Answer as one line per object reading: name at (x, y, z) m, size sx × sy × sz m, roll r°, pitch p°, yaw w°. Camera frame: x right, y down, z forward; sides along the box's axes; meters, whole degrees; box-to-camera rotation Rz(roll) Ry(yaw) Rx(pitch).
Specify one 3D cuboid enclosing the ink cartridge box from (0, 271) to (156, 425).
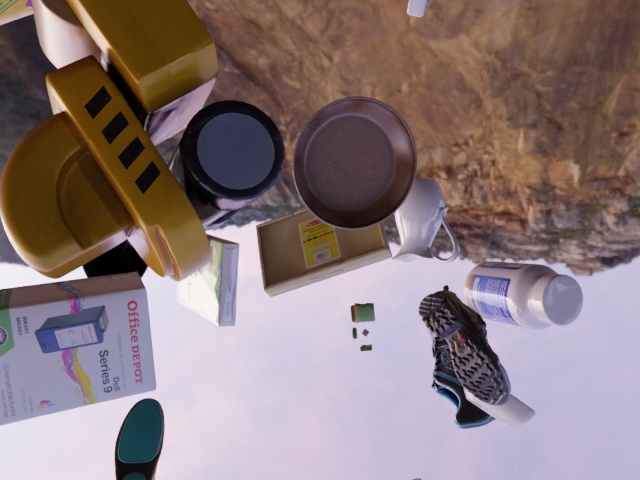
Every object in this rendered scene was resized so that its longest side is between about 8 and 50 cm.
ink cartridge box at (-0.337, 0.137, 0.743) m, size 0.212 × 0.155 × 0.093 m, roll -7°, pitch -165°, yaw -26°

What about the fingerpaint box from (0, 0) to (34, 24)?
fingerpaint box at (-0.877, -0.644, 1.151) m, size 0.371 × 0.445 × 0.163 m, roll -30°, pitch 179°, yaw -20°

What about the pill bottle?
pill bottle at (0.477, 0.129, 1.322) m, size 0.152 × 0.153 × 0.272 m, roll -23°, pitch -172°, yaw -18°

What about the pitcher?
pitcher at (0.268, -0.047, 1.395) m, size 0.177 × 0.207 × 0.125 m, roll 3°, pitch 176°, yaw 35°

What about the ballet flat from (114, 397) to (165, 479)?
ballet flat at (-0.315, 0.390, 0.947) m, size 0.080 × 0.073 × 0.233 m, roll 10°, pitch -124°, yaw -13°

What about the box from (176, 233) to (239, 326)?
box at (-0.334, 0.100, 1.623) m, size 0.058 × 0.233 × 0.322 m, roll -1°, pitch -173°, yaw -36°

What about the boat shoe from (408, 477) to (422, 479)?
boat shoe at (0.162, 0.563, 1.228) m, size 0.152 × 0.048 × 0.056 m, roll -23°, pitch -156°, yaw 18°

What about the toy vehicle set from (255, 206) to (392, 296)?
toy vehicle set at (0.000, 0.000, 1.145) m, size 0.266 × 0.035 × 0.166 m, roll -19°, pitch -125°, yaw 13°

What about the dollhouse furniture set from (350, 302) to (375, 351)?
dollhouse furniture set at (0.135, 0.269, 1.752) m, size 0.076 × 0.152 × 0.058 m, roll -5°, pitch 172°, yaw 7°

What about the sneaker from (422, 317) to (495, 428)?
sneaker at (0.326, 0.303, 1.394) m, size 0.139 × 0.125 × 0.341 m, roll -23°, pitch -131°, yaw -5°

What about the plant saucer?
plant saucer at (0.050, -0.117, 0.849) m, size 0.198 × 0.199 × 0.036 m, roll -19°, pitch -163°, yaw -11°

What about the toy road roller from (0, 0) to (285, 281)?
toy road roller at (-0.212, -0.107, 0.536) m, size 0.240 × 0.330 × 0.202 m, roll -35°, pitch -174°, yaw -23°

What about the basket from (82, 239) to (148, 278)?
basket at (-0.447, -0.001, 1.324) m, size 0.154 × 0.205 × 0.227 m, roll 16°, pitch -171°, yaw -4°

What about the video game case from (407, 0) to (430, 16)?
video game case at (0.174, -0.458, 0.788) m, size 0.025 × 0.204 × 0.285 m, roll 15°, pitch -141°, yaw 9°

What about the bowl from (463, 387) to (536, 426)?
bowl at (0.355, 0.329, 1.138) m, size 0.142 × 0.142 × 0.053 m, roll 32°, pitch -97°, yaw 12°

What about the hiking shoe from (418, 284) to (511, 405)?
hiking shoe at (0.277, 0.180, 1.002) m, size 0.086 × 0.227 × 0.114 m, roll -38°, pitch 169°, yaw 39°
